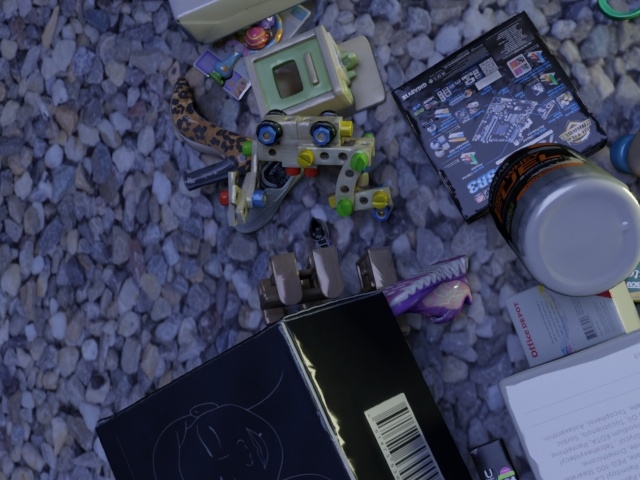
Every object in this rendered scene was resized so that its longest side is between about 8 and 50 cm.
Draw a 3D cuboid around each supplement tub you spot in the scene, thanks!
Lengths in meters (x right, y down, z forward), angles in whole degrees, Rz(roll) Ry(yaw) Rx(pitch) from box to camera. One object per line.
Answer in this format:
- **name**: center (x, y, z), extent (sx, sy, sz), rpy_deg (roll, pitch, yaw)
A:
- **supplement tub**: center (0.384, -0.048, 1.415), extent (0.194, 0.316, 0.193), rpy_deg (0, 107, -1)

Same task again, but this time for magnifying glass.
- **magnifying glass**: center (0.623, -0.492, 1.619), extent (0.231, 0.026, 0.092), rpy_deg (-31, 74, 7)

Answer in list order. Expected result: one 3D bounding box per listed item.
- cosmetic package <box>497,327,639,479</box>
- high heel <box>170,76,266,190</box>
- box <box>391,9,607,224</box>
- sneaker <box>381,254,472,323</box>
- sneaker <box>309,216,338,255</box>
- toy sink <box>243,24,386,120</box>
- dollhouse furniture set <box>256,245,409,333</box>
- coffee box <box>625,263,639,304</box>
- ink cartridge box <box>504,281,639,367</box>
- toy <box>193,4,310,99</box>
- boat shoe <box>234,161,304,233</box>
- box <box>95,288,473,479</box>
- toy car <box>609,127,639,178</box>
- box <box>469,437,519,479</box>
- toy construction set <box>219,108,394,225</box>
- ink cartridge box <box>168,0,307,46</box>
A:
- **cosmetic package**: center (0.502, 0.349, 1.343), extent (0.328, 0.329, 0.393), rpy_deg (-22, 75, 10)
- **high heel**: center (-0.201, -0.237, 1.765), extent (0.186, 0.093, 0.261), rpy_deg (-16, 70, 9)
- **box**: center (0.328, -0.228, 1.627), extent (0.296, 0.073, 0.293), rpy_deg (-31, 77, 9)
- **sneaker**: center (0.197, 0.104, 1.544), extent (0.095, 0.236, 0.104), rpy_deg (-15, 93, 45)
- **sneaker**: center (0.000, 0.000, 1.679), extent (0.038, 0.069, 0.098), rpy_deg (-26, 74, 10)
- **toy sink**: center (-0.009, -0.316, 1.705), extent (0.234, 0.131, 0.152), rpy_deg (-18, 77, 11)
- **dollhouse furniture set**: center (0.017, 0.116, 1.584), extent (0.242, 0.212, 0.160), rpy_deg (-9, 75, -14)
- **coffee box**: center (0.556, 0.021, 1.537), extent (0.113, 0.040, 0.184), rpy_deg (3, 81, 16)
- **ink cartridge box**: center (0.430, 0.126, 1.484), extent (0.176, 0.127, 0.128), rpy_deg (-25, 75, 29)
- **toy**: center (-0.149, -0.423, 1.802), extent (0.137, 0.056, 0.237), rpy_deg (39, 92, 17)
- **boat shoe**: center (-0.100, -0.112, 1.719), extent (0.079, 0.081, 0.227), rpy_deg (42, 92, 18)
- **box**: center (-0.044, 0.401, 1.398), extent (0.472, 0.297, 0.479), rpy_deg (-31, 78, 33)
- **toy car**: center (0.668, -0.150, 1.484), extent (0.238, 0.219, 0.210), rpy_deg (31, 90, -10)
- **box**: center (0.306, 0.397, 1.534), extent (0.062, 0.052, 0.083), rpy_deg (-23, 74, 9)
- **toy construction set**: center (-0.027, -0.127, 1.624), extent (0.328, 0.151, 0.214), rpy_deg (-4, 118, -1)
- **ink cartridge box**: center (-0.207, -0.629, 1.745), extent (0.270, 0.151, 0.395), rpy_deg (-22, 78, 5)
